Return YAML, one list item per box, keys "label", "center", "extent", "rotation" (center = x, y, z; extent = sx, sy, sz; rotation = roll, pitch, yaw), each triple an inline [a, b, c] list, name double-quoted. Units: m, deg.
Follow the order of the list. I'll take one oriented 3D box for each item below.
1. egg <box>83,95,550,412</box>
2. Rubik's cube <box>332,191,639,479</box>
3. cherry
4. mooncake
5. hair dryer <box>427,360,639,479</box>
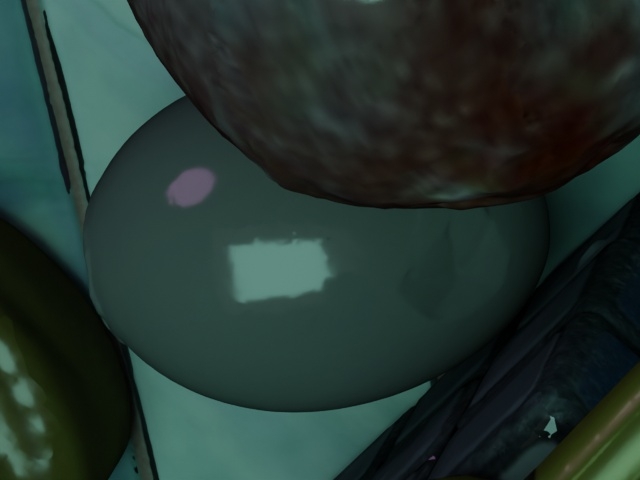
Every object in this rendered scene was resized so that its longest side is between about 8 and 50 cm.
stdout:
- label: "egg"
  center: [0.000, 0.000, 0.963]
  extent: [0.232, 0.176, 0.176]
  rotation: [2, 110, 14]
- label: "Rubik's cube"
  center: [0.148, 0.202, 0.924]
  extent: [0.301, 0.305, 0.304]
  rotation: [43, 115, 1]
- label: "cherry"
  center: [0.041, -0.190, 0.799]
  extent: [0.326, 0.291, 0.335]
  rotation: [-54, 51, 35]
- label: "mooncake"
  center: [-0.228, 0.097, 1.113]
  extent: [0.235, 0.117, 0.235]
  rotation: [6, 109, 18]
- label: "hair dryer"
  center: [0.104, 0.081, 0.666]
  extent: [0.090, 0.135, 0.279]
  rotation: [41, 106, 1]
